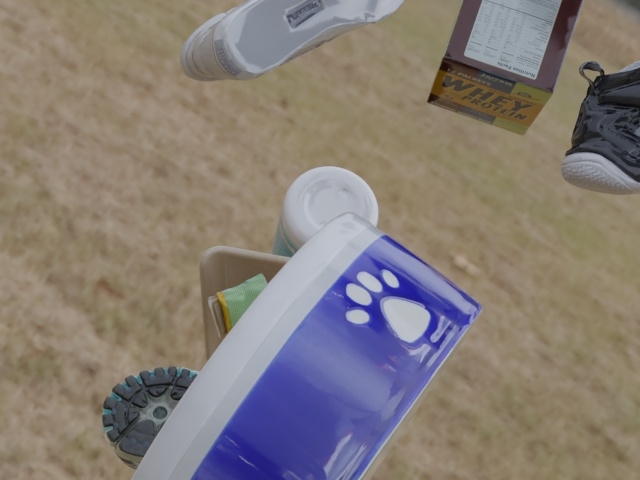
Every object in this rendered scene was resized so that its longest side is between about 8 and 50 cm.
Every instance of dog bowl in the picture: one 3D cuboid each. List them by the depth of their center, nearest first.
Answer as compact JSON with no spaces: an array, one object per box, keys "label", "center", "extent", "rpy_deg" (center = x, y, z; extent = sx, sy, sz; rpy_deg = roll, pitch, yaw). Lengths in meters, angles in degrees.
[{"label":"dog bowl","center":[-0.013,0.118,0.822],"extent":[0.104,0.265,0.265],"rpy_deg":[34,17,8]}]

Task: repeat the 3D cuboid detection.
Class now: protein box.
[{"label":"protein box","center":[0.232,-0.263,1.616],"extent":[0.136,0.201,0.200],"rpy_deg":[19,-9,2]}]

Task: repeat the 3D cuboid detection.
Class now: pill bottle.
[{"label":"pill bottle","center":[0.000,0.000,2.085],"extent":[0.146,0.146,0.264],"rpy_deg":[34,-23,6]}]

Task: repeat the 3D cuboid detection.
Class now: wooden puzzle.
[{"label":"wooden puzzle","center":[-0.026,0.093,1.645],"extent":[0.238,0.221,0.044],"rpy_deg":[6,48,4]}]

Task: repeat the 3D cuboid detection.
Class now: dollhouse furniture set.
[{"label":"dollhouse furniture set","center":[-0.078,0.123,1.569],"extent":[0.076,0.152,0.058],"rpy_deg":[-22,36,-13]}]

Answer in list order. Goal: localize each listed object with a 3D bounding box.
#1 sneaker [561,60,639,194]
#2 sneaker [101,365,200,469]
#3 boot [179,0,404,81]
[{"label":"sneaker","center":[0.388,-0.118,1.389],"extent":[0.268,0.153,0.101],"rpy_deg":[6,-2,-11]},{"label":"sneaker","center":[-0.065,0.167,1.268],"extent":[0.282,0.122,0.110],"rpy_deg":[-2,64,-8]},{"label":"boot","center":[-0.029,-0.240,1.370],"extent":[0.258,0.095,0.123],"rpy_deg":[-30,17,-29]}]
